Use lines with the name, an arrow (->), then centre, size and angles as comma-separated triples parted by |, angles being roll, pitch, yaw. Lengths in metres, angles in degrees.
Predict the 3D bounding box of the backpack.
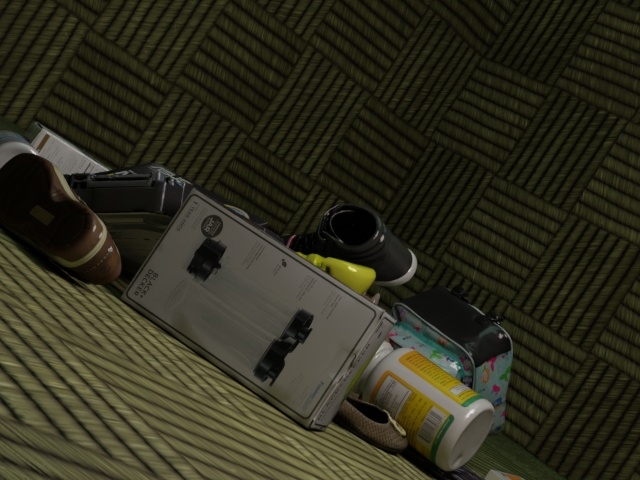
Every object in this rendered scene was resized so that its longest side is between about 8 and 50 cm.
backpack -> 0.209, 0.237, 2.420 | 0.225, 0.191, 0.253 | 35, -37, 43

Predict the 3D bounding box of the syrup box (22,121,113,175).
syrup box -> -0.422, -0.104, 2.498 | 0.237, 0.096, 0.093 | 32, -1, -24

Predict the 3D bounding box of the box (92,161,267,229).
box -> -0.259, -0.041, 2.346 | 0.270, 0.060, 0.216 | 29, 27, 30

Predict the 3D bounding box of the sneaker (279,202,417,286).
sneaker -> 0.000, 0.000, 2.319 | 0.296, 0.104, 0.147 | 2, -34, 26

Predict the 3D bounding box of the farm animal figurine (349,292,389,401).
farm animal figurine -> 0.020, 0.138, 2.257 | 0.330, 0.172, 0.327 | 33, 0, -27

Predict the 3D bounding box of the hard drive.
hard drive -> -0.227, -0.015, 1.940 | 0.237, 0.064, 0.339 | 0, -16, 25

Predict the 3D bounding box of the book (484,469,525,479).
book -> 0.340, 0.429, 2.383 | 0.096, 0.035, 0.144 | 37, 3, 32

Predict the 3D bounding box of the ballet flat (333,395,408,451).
ballet flat -> 0.034, 0.216, 1.908 | 0.250, 0.058, 0.084 | 33, 1, -31

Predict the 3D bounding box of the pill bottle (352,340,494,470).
pill bottle -> 0.134, 0.226, 2.028 | 0.208, 0.117, 0.117 | 34, 0, 27

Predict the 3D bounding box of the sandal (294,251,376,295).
sandal -> -0.074, 0.082, 2.137 | 0.317, 0.138, 0.126 | 8, -5, 35

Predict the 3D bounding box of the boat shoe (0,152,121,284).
boat shoe -> -0.314, -0.017, 1.695 | 0.095, 0.095, 0.257 | 51, -5, -40

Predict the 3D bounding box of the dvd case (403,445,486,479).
dvd case -> 0.187, 0.338, 2.115 | 0.164, 0.018, 0.221 | 33, 0, 18

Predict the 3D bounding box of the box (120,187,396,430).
box -> -0.074, 0.085, 1.724 | 0.290, 0.169, 0.087 | 32, -3, 17

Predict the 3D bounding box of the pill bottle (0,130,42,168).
pill bottle -> -0.435, -0.105, 1.969 | 0.087, 0.087, 0.160 | 33, 0, -23
